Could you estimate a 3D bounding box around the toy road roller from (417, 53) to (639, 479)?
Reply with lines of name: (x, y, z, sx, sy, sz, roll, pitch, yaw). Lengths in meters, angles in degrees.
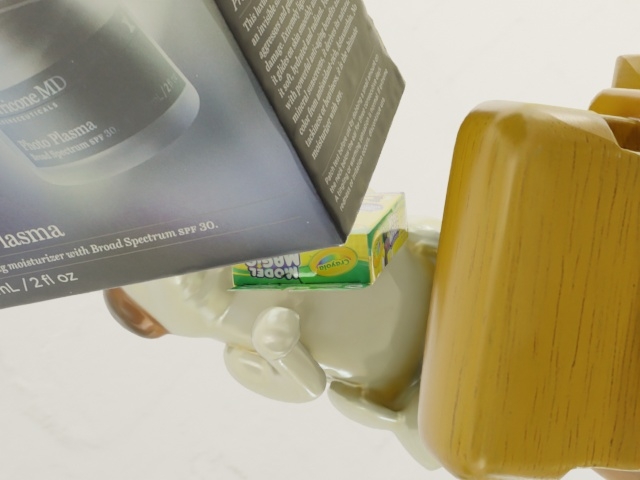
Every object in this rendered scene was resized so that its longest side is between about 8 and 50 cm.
toy road roller: (0.144, 0.016, 0.582, 0.241, 0.329, 0.202, 7, -84, -15)

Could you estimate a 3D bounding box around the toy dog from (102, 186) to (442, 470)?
toy dog: (-0.037, 0.031, 1.541, 0.408, 0.395, 0.284, 20, -83, -19)

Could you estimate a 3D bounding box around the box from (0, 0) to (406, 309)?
box: (-0.152, -0.132, 0.811, 0.294, 0.296, 0.182, 61, -148, -30)

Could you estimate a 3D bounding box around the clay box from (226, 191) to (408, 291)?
clay box: (0.000, 0.000, 1.253, 0.222, 0.128, 0.053, -43, -50, -72)
